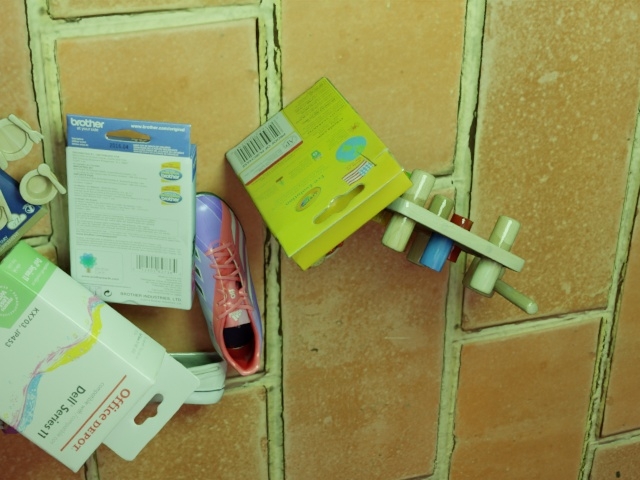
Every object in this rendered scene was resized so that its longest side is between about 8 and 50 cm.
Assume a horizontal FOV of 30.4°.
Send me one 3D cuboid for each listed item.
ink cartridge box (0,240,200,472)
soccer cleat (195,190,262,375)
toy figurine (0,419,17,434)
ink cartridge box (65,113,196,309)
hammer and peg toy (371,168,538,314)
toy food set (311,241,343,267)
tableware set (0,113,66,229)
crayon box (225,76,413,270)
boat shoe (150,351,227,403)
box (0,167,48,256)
[{"bbox_3d":[-0.378,0.196,1.760,0.353,0.119,0.207,38,106,-11],"label":"ink cartridge box"},{"bbox_3d":[-0.150,0.070,1.855,0.108,0.116,0.318,-18,124,-10],"label":"soccer cleat"},{"bbox_3d":[-0.512,0.284,1.861,0.159,0.130,0.173,7,139,-35],"label":"toy figurine"},{"bbox_3d":[-0.277,-0.047,1.737,0.185,0.065,0.311,5,122,2],"label":"ink cartridge box"},{"bbox_3d":[0.202,-0.011,1.858,0.361,0.266,0.127,25,90,-30],"label":"hammer and peg toy"},{"bbox_3d":[0.000,0.000,1.931,0.083,0.020,0.083,-25,125,-5],"label":"toy food set"},{"bbox_3d":[-0.453,-0.087,1.662,0.168,0.020,0.141,-35,124,-8],"label":"tableware set"},{"bbox_3d":[-0.001,-0.090,1.694,0.202,0.318,0.081,-37,125,4],"label":"crayon box"},{"bbox_3d":[-0.276,0.212,1.908,0.267,0.096,0.088,7,107,-22],"label":"boat shoe"},{"bbox_3d":[-0.520,-0.067,1.683,0.136,0.036,0.225,-42,124,6],"label":"box"}]
